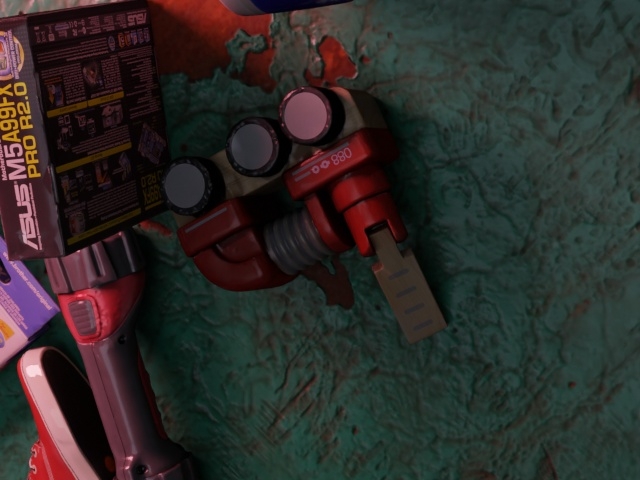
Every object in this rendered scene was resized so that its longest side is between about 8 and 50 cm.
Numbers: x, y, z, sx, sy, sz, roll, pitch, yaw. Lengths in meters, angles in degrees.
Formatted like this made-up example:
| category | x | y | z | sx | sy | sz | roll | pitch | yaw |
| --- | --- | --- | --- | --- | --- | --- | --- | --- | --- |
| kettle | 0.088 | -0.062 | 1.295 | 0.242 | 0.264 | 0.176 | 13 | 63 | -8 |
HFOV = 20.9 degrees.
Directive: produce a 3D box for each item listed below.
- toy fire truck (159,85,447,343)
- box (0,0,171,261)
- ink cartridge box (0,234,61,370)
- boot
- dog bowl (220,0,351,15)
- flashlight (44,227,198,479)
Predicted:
| category | x | y | z | sx | sy | sz | roll | pitch | yaw |
| --- | --- | --- | --- | --- | --- | --- | --- | --- | --- |
| toy fire truck | 0.000 | 0.000 | 1.654 | 0.217 | 0.158 | 0.246 | -28 | 81 | 21 |
| box | -0.224 | -0.111 | 1.626 | 0.060 | 0.270 | 0.216 | -4 | 100 | 18 |
| ink cartridge box | -0.422 | 0.088 | 1.845 | 0.311 | 0.065 | 0.186 | -39 | 88 | 24 |
| boot | -0.299 | 0.242 | 1.825 | 0.176 | 0.088 | 0.244 | -22 | 97 | 23 |
| dog bowl | -0.035 | -0.333 | 1.518 | 0.104 | 0.265 | 0.264 | -3 | 100 | 18 |
| flashlight | -0.194 | 0.138 | 1.764 | 0.103 | 0.103 | 0.304 | -19 | 100 | -13 |
